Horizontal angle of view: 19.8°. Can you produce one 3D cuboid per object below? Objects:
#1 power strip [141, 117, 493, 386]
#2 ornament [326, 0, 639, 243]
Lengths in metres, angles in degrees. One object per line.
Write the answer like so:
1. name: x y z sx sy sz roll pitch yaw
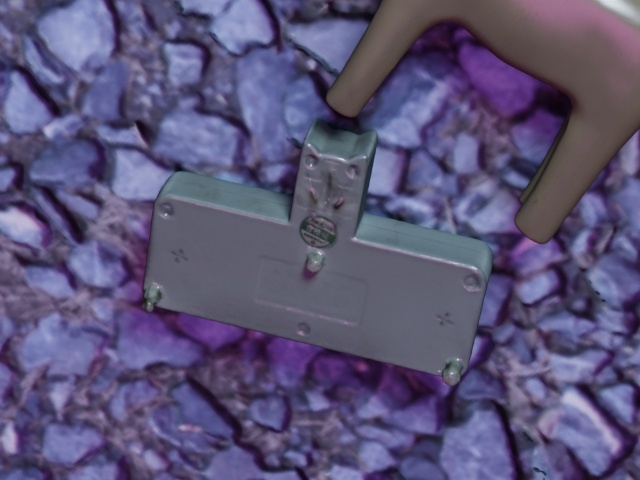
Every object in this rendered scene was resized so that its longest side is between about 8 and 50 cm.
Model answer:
1. power strip: 0.000 0.000 1.144 0.215 0.061 0.145 12 120 5
2. ornament: 0.104 -0.149 1.044 0.230 0.061 0.245 32 120 -3
